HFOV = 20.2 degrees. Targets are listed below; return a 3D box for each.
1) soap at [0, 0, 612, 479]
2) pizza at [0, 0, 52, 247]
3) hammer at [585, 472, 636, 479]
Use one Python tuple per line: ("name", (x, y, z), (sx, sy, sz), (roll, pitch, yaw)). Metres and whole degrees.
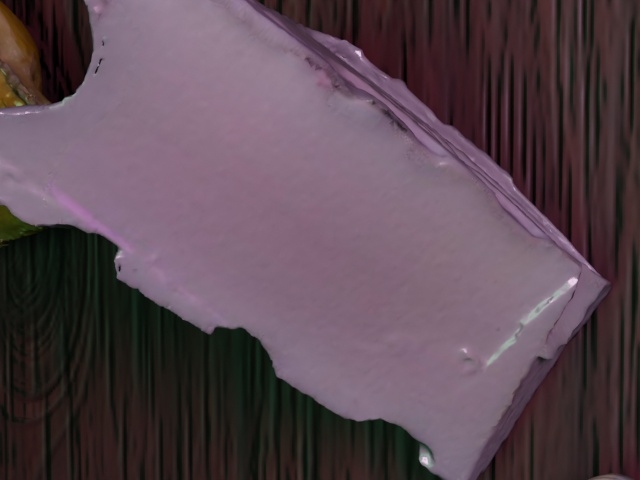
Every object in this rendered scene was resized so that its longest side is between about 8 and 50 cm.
("soap", (0.000, 0.000, 0.928), (0.258, 0.302, 0.159), (46, 104, 16))
("pizza", (-0.202, -0.087, 1.129), (0.204, 0.080, 0.188), (-1, 108, 39))
("hammer", (0.245, 0.136, 0.923), (0.202, 0.113, 0.305), (39, 104, 16))
